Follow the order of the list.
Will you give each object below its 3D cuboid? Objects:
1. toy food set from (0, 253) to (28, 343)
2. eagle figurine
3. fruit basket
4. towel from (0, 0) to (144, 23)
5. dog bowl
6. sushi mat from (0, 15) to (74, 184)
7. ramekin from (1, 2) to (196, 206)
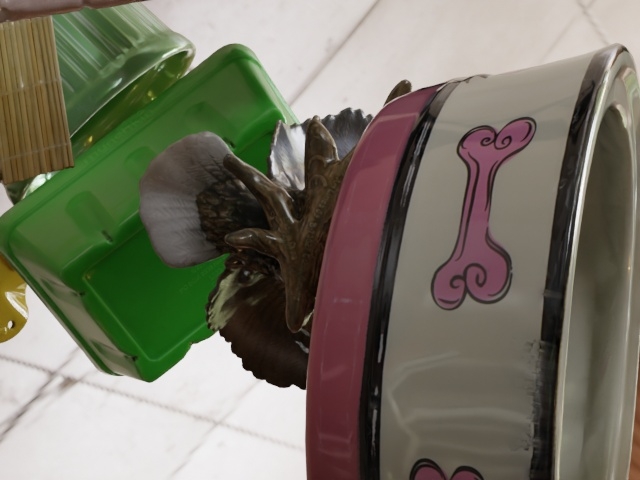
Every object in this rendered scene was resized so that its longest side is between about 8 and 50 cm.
[{"bbox_3d":[-0.482,0.046,1.840,0.128,0.071,0.218,-58,134,-29],"label":"toy food set"},{"bbox_3d":[0.007,0.009,1.091,0.226,0.225,0.298,-24,175,4],"label":"eagle figurine"},{"bbox_3d":[-0.165,-0.024,1.596,0.392,0.392,0.283,-40,115,-11],"label":"fruit basket"},{"bbox_3d":[-0.130,-0.257,0.975,0.317,0.332,0.053,-10,124,-6],"label":"towel"},{"bbox_3d":[0.112,0.077,0.878,0.408,0.150,0.407,4,90,-71],"label":"dog bowl"},{"bbox_3d":[-0.344,-0.209,1.374,0.151,0.316,0.019,-9,175,-2],"label":"sushi mat"},{"bbox_3d":[-0.315,-0.191,1.709,0.303,0.148,0.303,-44,180,0],"label":"ramekin"}]
